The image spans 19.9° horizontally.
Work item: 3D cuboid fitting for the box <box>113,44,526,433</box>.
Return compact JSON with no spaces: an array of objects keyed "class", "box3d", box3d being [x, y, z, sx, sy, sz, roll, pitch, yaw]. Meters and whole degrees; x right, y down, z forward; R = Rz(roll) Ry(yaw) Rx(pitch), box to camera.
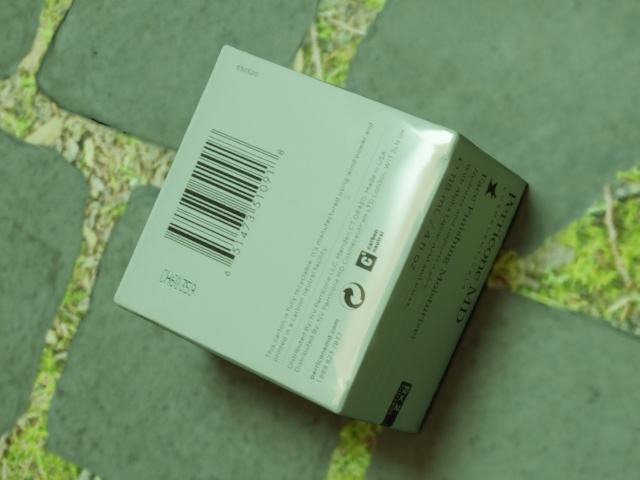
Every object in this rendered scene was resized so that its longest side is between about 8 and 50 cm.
[{"class":"box","box3d":[0.000,0.000,1.131,0.182,0.119,0.181,23,90,29]}]
